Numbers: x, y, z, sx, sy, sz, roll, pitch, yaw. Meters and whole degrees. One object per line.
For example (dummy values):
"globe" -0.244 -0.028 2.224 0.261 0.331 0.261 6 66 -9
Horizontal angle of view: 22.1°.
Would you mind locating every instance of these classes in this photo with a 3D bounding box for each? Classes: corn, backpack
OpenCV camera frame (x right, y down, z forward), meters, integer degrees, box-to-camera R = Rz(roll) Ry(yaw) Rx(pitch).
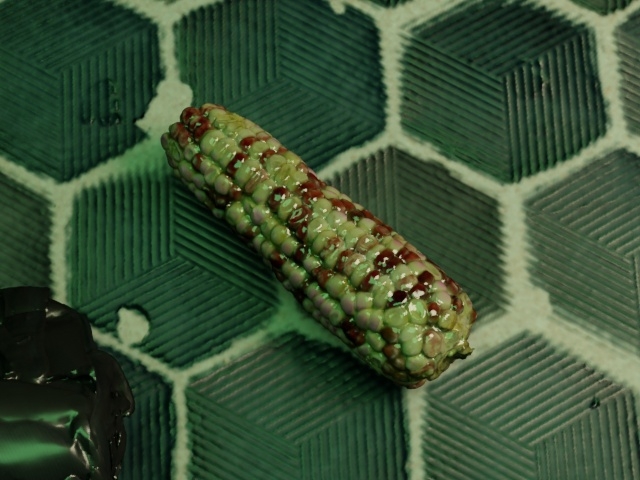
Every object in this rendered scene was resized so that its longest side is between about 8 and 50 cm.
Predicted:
"corn" 0.000 0.000 1.219 0.280 0.092 0.092 43 78 13
"backpack" -0.232 0.111 1.129 0.206 0.258 0.133 -2 113 -10
